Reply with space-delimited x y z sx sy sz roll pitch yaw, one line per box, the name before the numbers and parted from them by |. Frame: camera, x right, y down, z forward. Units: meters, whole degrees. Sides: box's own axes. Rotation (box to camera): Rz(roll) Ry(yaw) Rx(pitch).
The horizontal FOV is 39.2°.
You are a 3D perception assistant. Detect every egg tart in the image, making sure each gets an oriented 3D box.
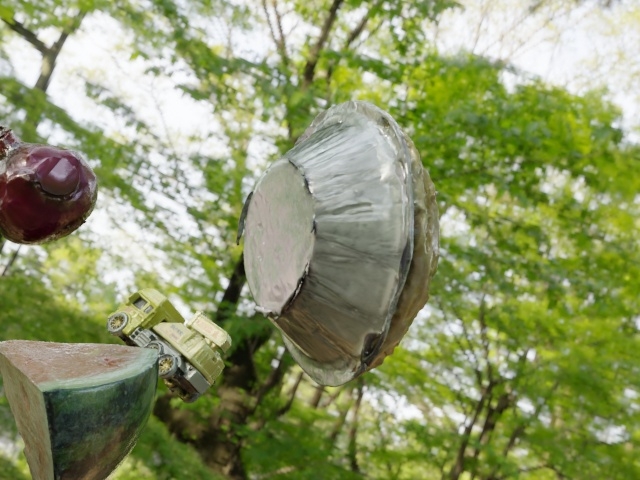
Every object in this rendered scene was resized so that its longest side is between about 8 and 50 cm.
egg tart | 0.000 0.000 0.719 0.094 0.234 0.234 6 -6 -27

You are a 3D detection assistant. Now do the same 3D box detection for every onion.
onion | -0.430 -0.094 1.358 0.135 0.173 0.198 -18 -70 51

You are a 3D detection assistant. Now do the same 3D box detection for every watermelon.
watermelon | -0.384 0.231 1.417 0.292 0.283 0.250 47 -50 -3

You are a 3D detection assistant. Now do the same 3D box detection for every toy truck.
toy truck | -0.298 0.198 1.811 0.272 0.157 0.124 30 -21 41
